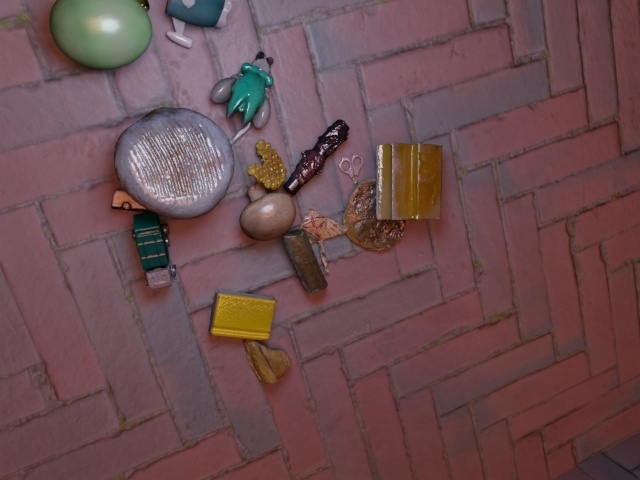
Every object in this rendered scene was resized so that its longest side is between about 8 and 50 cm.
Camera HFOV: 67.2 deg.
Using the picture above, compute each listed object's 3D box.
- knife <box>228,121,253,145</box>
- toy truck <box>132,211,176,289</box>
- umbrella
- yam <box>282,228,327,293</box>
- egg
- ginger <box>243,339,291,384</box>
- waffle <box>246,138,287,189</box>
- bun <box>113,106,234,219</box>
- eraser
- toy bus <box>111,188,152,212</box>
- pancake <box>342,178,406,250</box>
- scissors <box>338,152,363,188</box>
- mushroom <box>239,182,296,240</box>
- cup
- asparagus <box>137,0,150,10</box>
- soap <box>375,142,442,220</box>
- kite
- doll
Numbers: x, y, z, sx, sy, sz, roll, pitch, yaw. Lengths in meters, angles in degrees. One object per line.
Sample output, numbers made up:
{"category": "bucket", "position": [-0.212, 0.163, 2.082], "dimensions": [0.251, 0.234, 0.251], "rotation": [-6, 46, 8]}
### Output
{"category": "knife", "position": [-0.309, -0.332, 1.636], "dimensions": [0.210, 0.015, 0.028], "rotation": [-44, 116, -4]}
{"category": "toy truck", "position": [-0.543, 0.033, 1.572], "dimensions": [0.113, 0.124, 0.254], "rotation": [-11, 107, -12]}
{"category": "umbrella", "position": [-0.015, -0.290, 1.696], "dimensions": [0.090, 0.094, 0.326], "rotation": [39, 86, 7]}
{"category": "yam", "position": [-0.057, 0.073, 1.733], "dimensions": [0.093, 0.093, 0.260], "rotation": [-28, 117, -11]}
{"category": "egg", "position": [-0.621, -0.605, 1.375], "dimensions": [0.269, 0.220, 0.221], "rotation": [-16, 105, -25]}
{"category": "ginger", "position": [-0.193, 0.427, 1.787], "dimensions": [0.122, 0.115, 0.193], "rotation": [-36, 102, -31]}
{"category": "waffle", "position": [-0.183, -0.249, 1.617], "dimensions": [0.149, 0.194, 0.051], "rotation": [43, 126, -16]}
{"category": "bun", "position": [-0.451, -0.235, 1.493], "dimensions": [0.361, 0.211, 0.363], "rotation": [0, 89, -31]}
{"category": "eraser", "position": [-0.283, 0.269, 1.732], "dimensions": [0.225, 0.069, 0.158], "rotation": [11, 98, -19]}
{"category": "toy bus", "position": [-0.586, -0.128, 1.567], "dimensions": [0.171, 0.057, 0.073], "rotation": [5, 95, -20]}
{"category": "pancake", "position": [0.211, -0.096, 1.826], "dimensions": [0.282, 0.049, 0.283], "rotation": [-5, 106, -18]}
{"category": "scissors", "position": [0.129, -0.228, 1.796], "dimensions": [0.100, 0.015, 0.189], "rotation": [-19, 108, -12]}
{"category": "mushroom", "position": [-0.189, -0.104, 1.639], "dimensions": [0.204, 0.204, 0.205], "rotation": [-3, 102, -17]}
{"category": "cup", "position": [-0.365, -0.733, 1.468], "dimensions": [0.173, 0.168, 0.300], "rotation": [14, 123, -29]}
{"category": "asparagus", "position": [-0.599, -0.810, 1.426], "dimensions": [0.059, 0.067, 0.278], "rotation": [-23, 104, 16]}
{"category": "soap", "position": [0.323, -0.213, 1.763], "dimensions": [0.259, 0.143, 0.282], "rotation": [-4, 96, -32]}
{"category": "kite", "position": [0.000, 0.000, 1.784], "dimensions": [0.229, 0.012, 0.250], "rotation": [-17, 102, -4]}
{"category": "doll", "position": [-0.223, -0.477, 1.581], "dimensions": [0.258, 0.153, 0.195], "rotation": [-42, 92, -23]}
